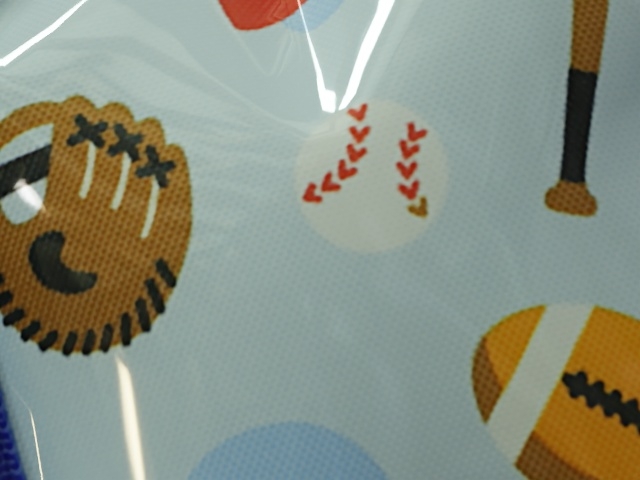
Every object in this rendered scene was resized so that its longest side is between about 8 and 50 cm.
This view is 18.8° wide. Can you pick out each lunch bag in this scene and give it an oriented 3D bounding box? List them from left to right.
[{"bbox_3d":[0.000,0.000,0.520,0.239,0.328,0.385,-16,83,-3],"label":"lunch bag"}]
